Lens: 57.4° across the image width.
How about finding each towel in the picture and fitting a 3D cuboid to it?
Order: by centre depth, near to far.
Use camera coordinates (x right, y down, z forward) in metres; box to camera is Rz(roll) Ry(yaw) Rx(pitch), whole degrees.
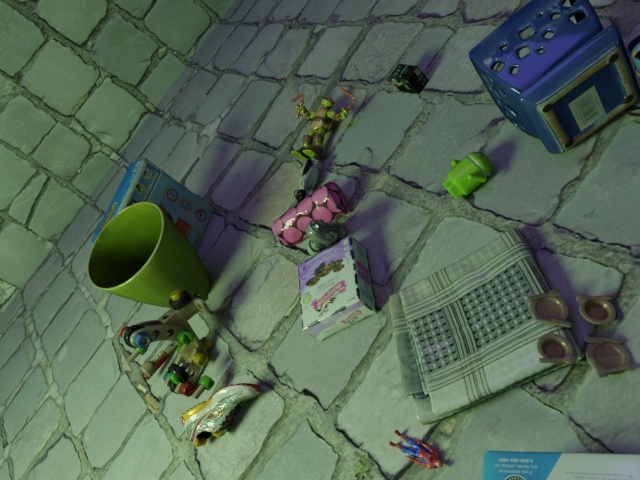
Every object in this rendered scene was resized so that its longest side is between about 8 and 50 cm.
[{"bbox_3d":[0.278,0.154,1.099,0.324,0.056,0.312,-33,41,23],"label":"towel"}]

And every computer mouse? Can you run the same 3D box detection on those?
[{"bbox_3d":[-0.034,-0.162,1.654,0.042,0.106,0.193,4,50,11],"label":"computer mouse"}]

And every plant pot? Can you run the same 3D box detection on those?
[{"bbox_3d":[0.474,-0.326,1.159,0.236,0.236,0.212,-38,47,16],"label":"plant pot"},{"bbox_3d":[-0.461,0.080,1.693,0.274,0.293,0.275,-17,53,24],"label":"plant pot"}]

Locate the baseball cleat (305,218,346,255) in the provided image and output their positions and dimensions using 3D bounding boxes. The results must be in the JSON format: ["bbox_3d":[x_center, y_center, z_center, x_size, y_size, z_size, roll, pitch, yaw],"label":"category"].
[{"bbox_3d":[0.000,0.000,1.422,0.109,0.206,0.072,-46,74,18],"label":"baseball cleat"}]

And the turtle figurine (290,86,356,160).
[{"bbox_3d":[-0.012,-0.351,1.776,0.269,0.087,0.217,14,78,41],"label":"turtle figurine"}]

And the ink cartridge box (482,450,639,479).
[{"bbox_3d":[0.330,0.445,0.749,0.223,0.129,0.307,-14,51,38],"label":"ink cartridge box"}]

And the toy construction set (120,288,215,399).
[{"bbox_3d":[-0.383,0.264,1.592,0.237,0.257,0.309,-50,11,-29],"label":"toy construction set"}]

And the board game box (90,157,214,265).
[{"bbox_3d":[-0.526,-0.050,1.872,0.086,0.302,0.308,-8,54,42],"label":"board game box"}]

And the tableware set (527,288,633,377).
[{"bbox_3d":[0.417,0.146,0.947,0.141,0.020,0.169,0,49,9],"label":"tableware set"}]

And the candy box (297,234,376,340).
[{"bbox_3d":[0.035,0.111,1.365,0.165,0.070,0.196,-31,42,24],"label":"candy box"}]

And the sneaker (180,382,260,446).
[{"bbox_3d":[-0.227,0.412,1.391,0.225,0.088,0.093,-37,60,17],"label":"sneaker"}]

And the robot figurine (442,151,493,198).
[{"bbox_3d":[0.326,-0.146,1.284,0.115,0.067,0.101,-43,26,10],"label":"robot figurine"}]

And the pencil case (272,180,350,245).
[{"bbox_3d":[-0.025,-0.064,1.553,0.209,0.098,0.095,-32,25,28],"label":"pencil case"}]

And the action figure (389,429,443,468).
[{"bbox_3d":[0.173,0.378,1.046,0.115,0.030,0.038,14,65,47],"label":"action figure"}]

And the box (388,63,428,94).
[{"bbox_3d":[0.243,-0.447,1.616,0.052,0.062,0.083,-55,38,-3],"label":"box"}]

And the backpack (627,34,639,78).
[{"bbox_3d":[0.646,-0.329,1.035,0.173,0.117,0.158,-30,41,-3],"label":"backpack"}]
